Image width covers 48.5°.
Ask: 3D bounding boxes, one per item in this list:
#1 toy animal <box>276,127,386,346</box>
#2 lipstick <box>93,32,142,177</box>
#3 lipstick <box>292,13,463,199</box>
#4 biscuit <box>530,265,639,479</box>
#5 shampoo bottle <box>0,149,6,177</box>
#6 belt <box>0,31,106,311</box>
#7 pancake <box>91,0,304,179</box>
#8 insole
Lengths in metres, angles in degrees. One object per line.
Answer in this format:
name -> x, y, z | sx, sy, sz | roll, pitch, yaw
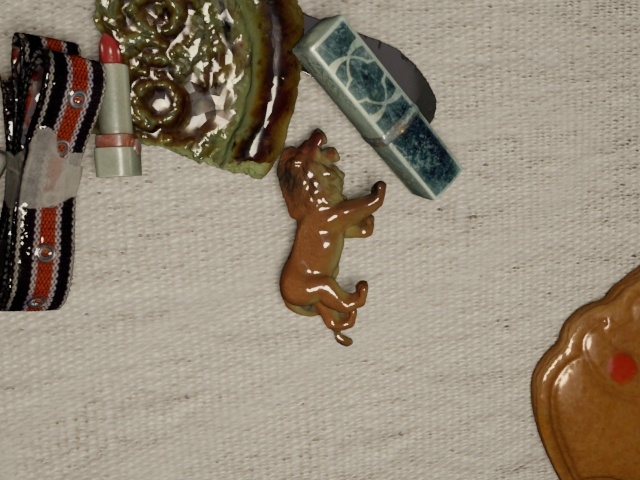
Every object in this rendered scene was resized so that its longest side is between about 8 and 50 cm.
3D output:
toy animal -> 0.000, 0.000, 1.016 | 0.158, 0.097, 0.312 | 10, 96, -4
lipstick -> -0.268, -0.176, 0.929 | 0.057, 0.063, 0.186 | -2, 96, 7
lipstick -> 0.081, -0.179, 0.981 | 0.077, 0.076, 0.289 | -47, 114, -7
biscuit -> 0.538, 0.222, 1.144 | 0.350, 0.078, 0.455 | 42, 88, -8
shampoo bottle -> -0.504, -0.033, 0.939 | 0.086, 0.056, 0.227 | 29, 91, -15
belt -> -0.358, -0.077, 0.913 | 0.094, 0.126, 0.359 | -3, 107, -47
pancake -> -0.173, -0.295, 0.953 | 0.305, 0.067, 0.426 | 0, 101, -6
insole -> 0.033, -0.252, 1.027 | 0.310, 0.012, 0.110 | 22, 97, -11
